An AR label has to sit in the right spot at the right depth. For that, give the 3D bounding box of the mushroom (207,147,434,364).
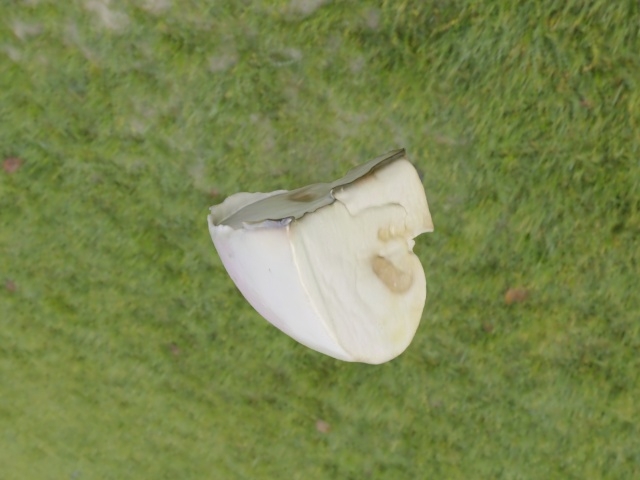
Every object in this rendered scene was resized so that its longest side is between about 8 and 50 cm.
[{"bbox_3d":[-0.003,0.026,0.988,0.162,0.236,0.173,-3,108,38],"label":"mushroom"}]
